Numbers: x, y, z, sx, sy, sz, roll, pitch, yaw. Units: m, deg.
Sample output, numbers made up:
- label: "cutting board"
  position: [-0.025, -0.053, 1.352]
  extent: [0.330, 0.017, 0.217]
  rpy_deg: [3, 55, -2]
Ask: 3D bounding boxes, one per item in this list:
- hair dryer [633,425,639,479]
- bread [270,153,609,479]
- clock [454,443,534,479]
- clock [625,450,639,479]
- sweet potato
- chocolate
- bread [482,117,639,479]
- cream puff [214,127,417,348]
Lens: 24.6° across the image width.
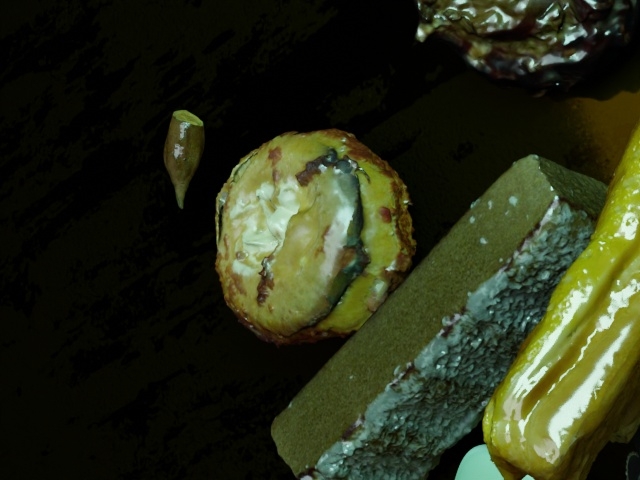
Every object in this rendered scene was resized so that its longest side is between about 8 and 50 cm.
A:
- label: "hair dryer"
  position: [0.331, 0.176, 1.221]
  extent: [0.197, 0.251, 0.089]
  rpy_deg: [-29, 82, 33]
- label: "bread"
  position: [0.134, 0.099, 1.428]
  extent: [0.416, 0.165, 0.113]
  rpy_deg: [-50, 49, 27]
- label: "clock"
  position: [0.209, 0.294, 1.435]
  extent: [0.188, 0.060, 0.148]
  rpy_deg: [24, 103, 36]
- label: "clock"
  position: [0.301, 0.233, 1.360]
  extent: [0.074, 0.010, 0.083]
  rpy_deg: [-119, 15, -56]
- label: "sweet potato"
  position: [-0.161, -0.095, 1.748]
  extent: [0.049, 0.049, 0.117]
  rpy_deg: [14, 104, 38]
- label: "chocolate"
  position: [0.170, -0.244, 1.374]
  extent: [0.206, 0.177, 0.224]
  rpy_deg: [31, 117, 46]
- label: "bread"
  position: [0.262, 0.050, 1.248]
  extent: [0.109, 0.185, 0.380]
  rpy_deg: [24, 75, 26]
- label: "cream puff"
  position: [0.000, -0.001, 1.546]
  extent: [0.240, 0.164, 0.240]
  rpy_deg: [-19, 64, 45]
